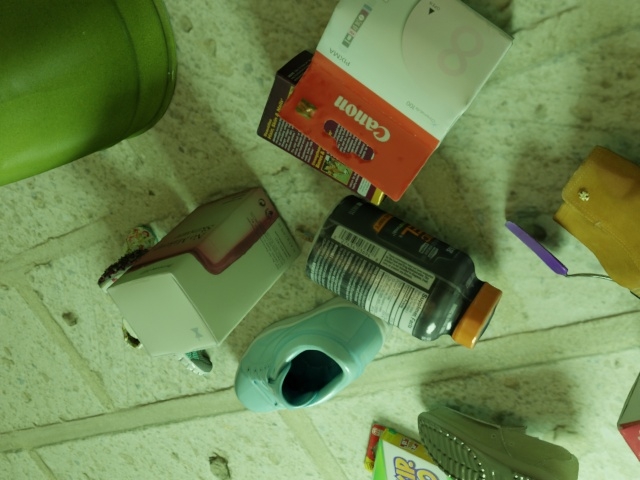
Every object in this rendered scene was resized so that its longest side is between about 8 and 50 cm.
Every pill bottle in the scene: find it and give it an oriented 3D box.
[{"bbox_3d":[0.113,0.049,1.254,0.246,0.130,0.130,28,133,13],"label":"pill bottle"}]

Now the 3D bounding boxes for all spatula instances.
[{"bbox_3d":[0.355,0.055,1.154,0.296,0.084,0.030,27,89,8],"label":"spatula"}]

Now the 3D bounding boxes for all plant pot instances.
[{"bbox_3d":[-0.443,-0.223,1.274,0.366,0.353,0.366,18,130,22],"label":"plant pot"}]

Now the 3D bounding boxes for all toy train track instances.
[{"bbox_3d":[0.000,0.000,1.378,0.083,0.014,0.048,22,139,27],"label":"toy train track"}]

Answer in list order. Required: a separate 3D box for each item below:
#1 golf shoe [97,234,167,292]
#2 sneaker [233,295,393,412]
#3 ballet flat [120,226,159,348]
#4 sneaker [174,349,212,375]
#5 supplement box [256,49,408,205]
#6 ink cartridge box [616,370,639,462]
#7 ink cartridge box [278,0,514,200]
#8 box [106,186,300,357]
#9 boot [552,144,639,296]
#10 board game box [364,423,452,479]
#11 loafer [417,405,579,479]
[{"bbox_3d":[-0.265,0.050,1.510,0.186,0.067,0.086,-23,109,12],"label":"golf shoe"},{"bbox_3d":[-0.049,0.200,1.459,0.135,0.150,0.366,46,135,-2],"label":"sneaker"},{"bbox_3d":[-0.302,0.091,1.601,0.091,0.077,0.241,19,129,23],"label":"ballet flat"},{"bbox_3d":[-0.226,0.166,1.616,0.166,0.076,0.065,50,172,-38],"label":"sneaker"},{"bbox_3d":[0.026,-0.144,1.206,0.188,0.081,0.104,32,133,10],"label":"supplement box"},{"bbox_3d":[0.539,0.279,1.136,0.226,0.131,0.306,-25,107,42],"label":"ink cartridge box"},{"bbox_3d":[0.079,-0.187,1.092,0.189,0.066,0.232,37,102,6],"label":"ink cartridge box"},{"bbox_3d":[-0.163,0.044,1.363,0.149,0.232,0.126,-15,113,40],"label":"box"},{"bbox_3d":[0.376,-0.034,1.010,0.211,0.104,0.295,41,150,7],"label":"boot"},{"bbox_3d":[0.187,0.393,1.525,0.259,0.039,0.124,24,131,21],"label":"board game box"},{"bbox_3d":[0.258,0.311,1.380,0.268,0.092,0.102,22,132,40],"label":"loafer"}]
